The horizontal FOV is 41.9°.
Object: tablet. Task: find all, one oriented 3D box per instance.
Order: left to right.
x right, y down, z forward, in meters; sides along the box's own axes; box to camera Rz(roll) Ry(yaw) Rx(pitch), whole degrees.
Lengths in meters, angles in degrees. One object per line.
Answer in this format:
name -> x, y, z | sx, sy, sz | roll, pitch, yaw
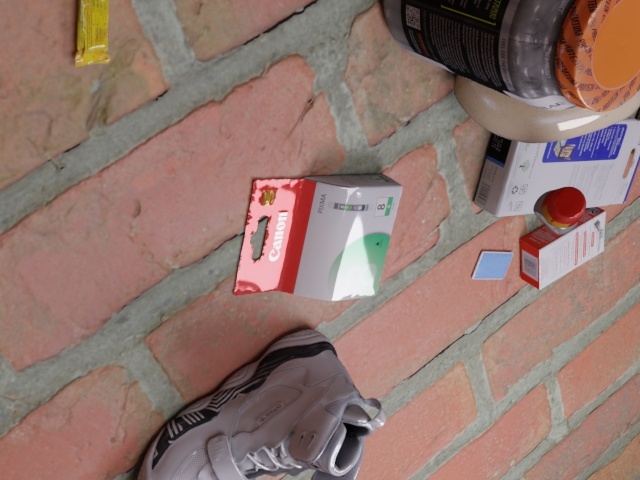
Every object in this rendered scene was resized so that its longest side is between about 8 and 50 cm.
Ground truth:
tablet -> 0.301, 0.044, 1.461 | 0.083, 0.006, 0.054 | 2, 114, -37

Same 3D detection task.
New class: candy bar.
candy bar -> -0.235, -0.258, 0.863 | 0.040, 0.018, 0.161 | -12, 122, -36

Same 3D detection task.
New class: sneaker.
sneaker -> -0.083, 0.298, 1.176 | 0.366, 0.210, 0.137 | -40, 132, -12

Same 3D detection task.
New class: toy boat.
toy boat -> 0.330, -0.169, 1.196 | 0.148, 0.268, 0.318 | 29, 57, -81

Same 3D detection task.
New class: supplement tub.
supplement tub -> 0.239, -0.275, 1.009 | 0.194, 0.316, 0.193 | -19, 126, -28

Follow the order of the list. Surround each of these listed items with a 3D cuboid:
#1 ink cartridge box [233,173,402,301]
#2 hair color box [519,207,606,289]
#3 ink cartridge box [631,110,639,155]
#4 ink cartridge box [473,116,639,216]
ink cartridge box -> 0.000, 0.000, 1.174 | 0.225, 0.056, 0.180 | -6, 118, -37
hair color box -> 0.439, 0.008, 1.514 | 0.167, 0.053, 0.093 | -26, 128, -21
ink cartridge box -> 0.679, -0.248, 1.522 | 0.193, 0.088, 0.234 | 1, 114, -40
ink cartridge box -> 0.411, -0.134, 1.401 | 0.333, 0.065, 0.165 | -5, 117, -34
